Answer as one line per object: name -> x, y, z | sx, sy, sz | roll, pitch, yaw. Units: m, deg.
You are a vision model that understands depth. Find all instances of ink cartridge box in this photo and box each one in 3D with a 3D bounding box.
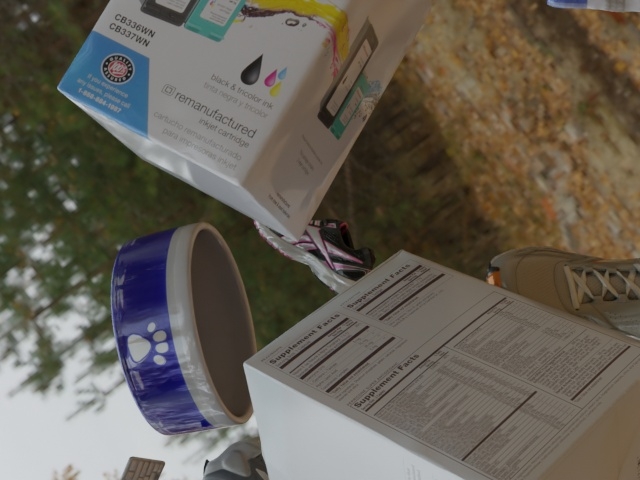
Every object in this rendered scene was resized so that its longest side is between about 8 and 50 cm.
ink cartridge box -> -0.056, -0.178, 1.027 | 0.198, 0.270, 0.197 | 27, 174, 18

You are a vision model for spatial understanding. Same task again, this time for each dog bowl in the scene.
dog bowl -> -0.169, 0.114, 1.465 | 0.265, 0.104, 0.265 | -12, -90, -79

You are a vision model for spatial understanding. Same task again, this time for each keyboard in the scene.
keyboard -> -0.249, 0.369, 1.305 | 0.014, 0.256, 0.072 | 21, 175, 23

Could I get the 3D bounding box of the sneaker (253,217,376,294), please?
sneaker -> 0.000, 0.000, 1.442 | 0.178, 0.077, 0.072 | 36, -174, 19

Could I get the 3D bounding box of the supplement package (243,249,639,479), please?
supplement package -> 0.110, 0.168, 0.906 | 0.262, 0.198, 0.199 | 22, 133, 40

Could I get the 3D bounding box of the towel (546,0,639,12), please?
towel -> 0.435, -0.352, 1.407 | 0.209, 0.284, 0.034 | 95, -177, -57

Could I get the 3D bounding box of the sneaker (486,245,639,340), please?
sneaker -> 0.274, 0.044, 1.028 | 0.121, 0.262, 0.099 | -35, 52, 54

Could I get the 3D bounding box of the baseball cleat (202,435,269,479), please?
baseball cleat -> -0.052, 0.304, 1.455 | 0.072, 0.205, 0.110 | 83, -172, -63
